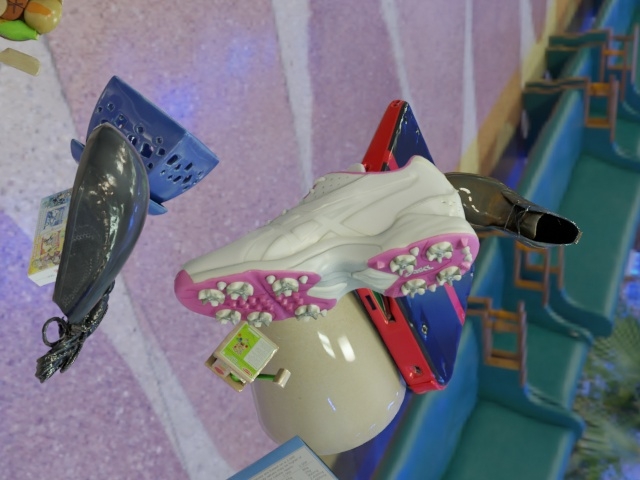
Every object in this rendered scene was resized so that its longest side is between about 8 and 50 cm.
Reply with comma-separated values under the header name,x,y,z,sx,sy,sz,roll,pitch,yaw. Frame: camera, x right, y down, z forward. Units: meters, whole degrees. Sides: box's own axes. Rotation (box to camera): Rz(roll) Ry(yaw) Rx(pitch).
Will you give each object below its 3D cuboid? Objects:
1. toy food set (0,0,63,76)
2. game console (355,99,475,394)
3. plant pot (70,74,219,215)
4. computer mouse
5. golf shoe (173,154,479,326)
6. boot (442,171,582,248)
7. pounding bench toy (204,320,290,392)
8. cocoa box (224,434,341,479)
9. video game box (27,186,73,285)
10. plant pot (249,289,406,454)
name,x,y,z,sx,sy,sz,roll,pitch,yaw
toy food set,-0.413,-0.337,1.256,0.038,0.132,0.192,31,80,-80
game console,0.149,0.017,1.462,0.387,0.060,0.342,62,33,-34
plant pot,-0.404,-0.197,2.046,0.212,0.236,0.236,-51,165,-2
computer mouse,-0.231,0.008,0.975,0.188,0.072,0.272,-85,-169,-66
golf shoe,0.000,0.000,0.927,0.115,0.306,0.140,78,1,-60
boot,0.275,-0.046,1.318,0.082,0.219,0.106,-70,-162,-3
pounding bench toy,-0.078,0.139,1.009,0.052,0.083,0.065,-51,-179,-28
cocoa box,-0.041,0.440,1.002,0.231,0.228,0.347,-27,136,-26
video game box,-0.477,-0.025,1.788,0.048,0.187,0.205,58,22,-47
plant pot,-0.017,0.146,1.410,0.256,0.256,0.274,-60,145,-39
